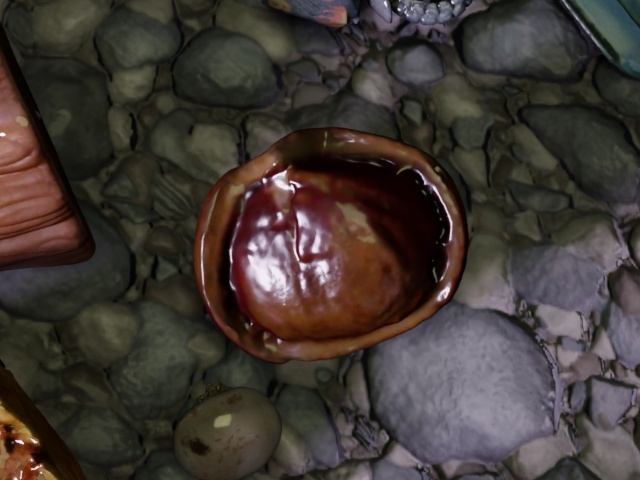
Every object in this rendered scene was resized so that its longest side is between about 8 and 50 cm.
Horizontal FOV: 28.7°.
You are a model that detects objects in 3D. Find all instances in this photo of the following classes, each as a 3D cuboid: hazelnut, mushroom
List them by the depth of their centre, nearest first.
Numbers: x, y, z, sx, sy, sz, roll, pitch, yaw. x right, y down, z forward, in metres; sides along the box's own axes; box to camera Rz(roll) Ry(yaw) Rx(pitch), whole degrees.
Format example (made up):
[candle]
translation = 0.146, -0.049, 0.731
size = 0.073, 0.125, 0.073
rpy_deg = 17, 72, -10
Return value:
[hazelnut]
translation = 0.004, 0.007, 0.945
size = 0.202, 0.160, 0.170
rpy_deg = -30, 85, -17
[mushroom]
translation = -0.075, 0.140, 0.960
size = 0.085, 0.085, 0.079
rpy_deg = -21, 48, -10

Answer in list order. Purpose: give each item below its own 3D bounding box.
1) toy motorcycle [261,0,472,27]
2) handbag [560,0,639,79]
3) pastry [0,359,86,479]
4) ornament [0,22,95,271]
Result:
[toy motorcycle]
translation = -0.006, -0.287, 1.032
size = 0.173, 0.108, 0.307
rpy_deg = -33, 82, -7
[handbag]
translation = 0.304, -0.311, 1.075
size = 0.274, 0.100, 0.268
rpy_deg = -33, 83, -11
[pastry]
translation = -0.285, 0.182, 0.879
size = 0.237, 0.170, 0.256
rpy_deg = -39, 90, 8
[ornament]
translation = -0.302, -0.047, 0.900
size = 0.218, 0.221, 0.235
rpy_deg = -24, 109, -7
